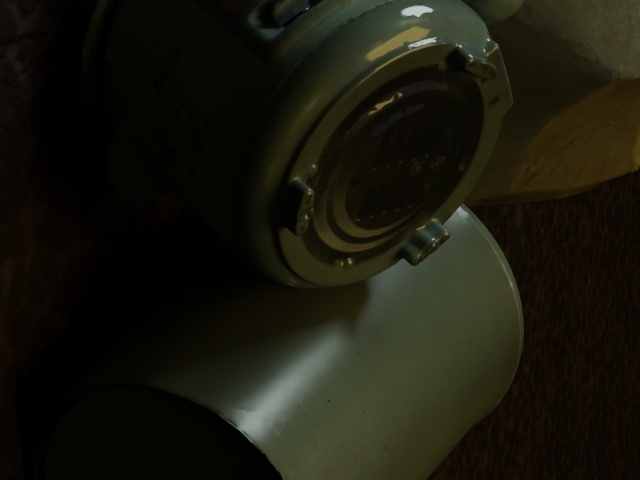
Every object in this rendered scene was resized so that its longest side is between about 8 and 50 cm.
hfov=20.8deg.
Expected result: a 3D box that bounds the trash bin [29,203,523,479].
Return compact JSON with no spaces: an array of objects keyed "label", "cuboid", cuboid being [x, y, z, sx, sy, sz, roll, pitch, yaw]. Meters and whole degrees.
[{"label":"trash bin","cuboid":[-0.017,0.118,1.429,0.432,0.280,0.280,-44,137,-52]}]

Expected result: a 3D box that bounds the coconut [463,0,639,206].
[{"label":"coconut","cuboid":[0.217,-0.213,1.713,0.415,0.344,0.415,-171,-90,-67]}]

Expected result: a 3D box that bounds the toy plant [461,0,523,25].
[{"label":"toy plant","cuboid":[0.087,-0.308,1.461,0.247,0.332,0.247,7,90,-66]}]

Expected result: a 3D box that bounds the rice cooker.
[{"label":"rice cooker","cuboid":[-0.027,-0.126,1.303,0.264,0.316,0.317,61,42,-55]}]
